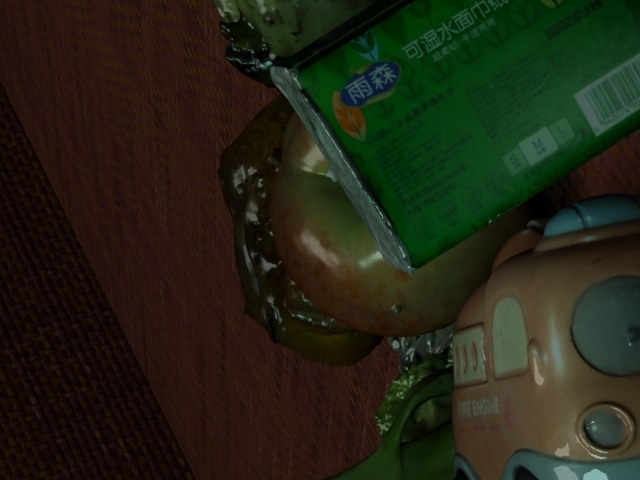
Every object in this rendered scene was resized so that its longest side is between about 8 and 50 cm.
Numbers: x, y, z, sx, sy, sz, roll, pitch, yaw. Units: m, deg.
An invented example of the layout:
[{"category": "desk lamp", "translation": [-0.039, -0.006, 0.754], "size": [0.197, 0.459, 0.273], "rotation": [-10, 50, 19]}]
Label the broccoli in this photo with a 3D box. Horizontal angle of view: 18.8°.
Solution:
[{"category": "broccoli", "translation": [0.083, 0.185, 1.494], "size": [0.254, 0.302, 0.186], "rotation": [79, 164, -47]}]

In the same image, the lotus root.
[{"category": "lotus root", "translation": [-0.033, -0.279, 1.555], "size": [0.173, 0.173, 0.309], "rotation": [-151, 43, -66]}]

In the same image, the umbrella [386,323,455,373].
[{"category": "umbrella", "translation": [0.040, -0.048, 1.670], "size": [0.113, 0.106, 0.358], "rotation": [-38, 65, 32]}]

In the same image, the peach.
[{"category": "peach", "translation": [0.068, -0.037, 1.474], "size": [0.232, 0.232, 0.232], "rotation": [58, 161, 34]}]

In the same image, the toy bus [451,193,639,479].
[{"category": "toy bus", "translation": [0.188, 0.090, 1.255], "size": [0.287, 0.194, 0.232], "rotation": [143, 118, -75]}]

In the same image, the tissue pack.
[{"category": "tissue pack", "translation": [0.092, -0.099, 1.210], "size": [0.148, 0.209, 0.156], "rotation": [58, 174, -9]}]

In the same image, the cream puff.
[{"category": "cream puff", "translation": [0.000, 0.000, 1.815], "size": [0.269, 0.155, 0.241], "rotation": [-124, 24, -58]}]
